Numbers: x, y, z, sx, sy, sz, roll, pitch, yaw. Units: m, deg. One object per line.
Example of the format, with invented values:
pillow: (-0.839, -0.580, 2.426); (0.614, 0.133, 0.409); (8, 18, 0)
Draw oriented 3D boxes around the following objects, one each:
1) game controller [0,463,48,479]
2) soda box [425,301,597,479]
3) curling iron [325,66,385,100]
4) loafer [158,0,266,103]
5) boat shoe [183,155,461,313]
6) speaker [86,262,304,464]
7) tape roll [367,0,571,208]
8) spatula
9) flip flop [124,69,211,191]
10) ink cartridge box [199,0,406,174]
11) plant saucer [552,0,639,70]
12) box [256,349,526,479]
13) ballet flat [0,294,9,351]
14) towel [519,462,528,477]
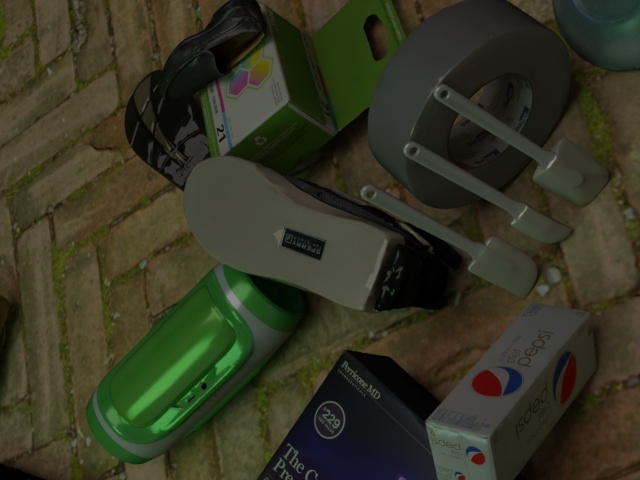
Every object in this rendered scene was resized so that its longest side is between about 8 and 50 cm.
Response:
game controller: (-0.395, 0.408, 1.499); (0.319, 0.067, 0.166); (7, 82, 38)
soda box: (0.188, 0.146, 1.052); (0.069, 0.216, 0.074); (9, 124, 38)
curling iron: (0.087, -0.206, 1.335); (0.274, 0.035, 0.068); (-22, 44, 35)
loafer: (-0.134, -0.224, 1.347); (0.170, 0.062, 0.061); (-44, 49, 21)
boat shoe: (0.000, 0.000, 1.262); (0.340, 0.158, 0.127); (28, 101, 38)
speaker: (-0.157, 0.146, 1.358); (0.296, 0.131, 0.131); (-44, 56, 19)
tape roll: (0.156, -0.141, 1.145); (0.219, 0.219, 0.072); (-53, 52, 12)
spatula: (0.169, -0.053, 1.109); (0.168, 0.242, 0.019); (-54, 29, 15)
flip flop: (-0.160, -0.117, 1.469); (0.277, 0.080, 0.112); (43, 99, 20)
ink cartridge box: (-0.026, -0.215, 1.349); (0.255, 0.097, 0.188); (-38, 46, 26)
plant saucer: (0.314, -0.277, 1.148); (0.195, 0.037, 0.195); (1, 91, 46)
box: (0.085, 0.263, 1.121); (0.261, 0.103, 0.184); (40, 100, 33)
ballet flat: (-0.510, 0.189, 1.641); (0.080, 0.073, 0.232); (16, 94, 29)
towel: (0.071, 0.345, 1.195); (0.237, 0.037, 0.329); (20, 92, 36)
